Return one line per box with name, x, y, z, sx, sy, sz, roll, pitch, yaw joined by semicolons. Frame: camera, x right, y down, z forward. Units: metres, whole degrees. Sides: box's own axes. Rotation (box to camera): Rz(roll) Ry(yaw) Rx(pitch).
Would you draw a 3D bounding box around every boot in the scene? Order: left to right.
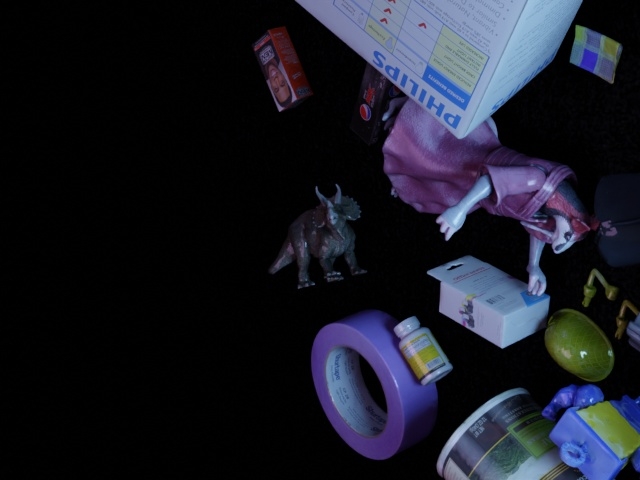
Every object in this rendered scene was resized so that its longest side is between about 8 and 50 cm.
boot;0.472;0.017;1.541;0.207;0.094;0.246;-13;89;53

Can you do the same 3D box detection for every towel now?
towel;0.380;-0.258;1.608;0.083;0.009;0.060;39;137;38

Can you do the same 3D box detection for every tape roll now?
tape roll;0.099;0.273;2.217;0.275;0.090;0.274;32;131;44

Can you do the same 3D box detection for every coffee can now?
coffee can;0.345;0.398;1.827;0.275;0.201;0.201;46;140;32

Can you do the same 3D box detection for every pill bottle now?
pill bottle;0.181;0.196;2.082;0.116;0.065;0.065;59;145;17

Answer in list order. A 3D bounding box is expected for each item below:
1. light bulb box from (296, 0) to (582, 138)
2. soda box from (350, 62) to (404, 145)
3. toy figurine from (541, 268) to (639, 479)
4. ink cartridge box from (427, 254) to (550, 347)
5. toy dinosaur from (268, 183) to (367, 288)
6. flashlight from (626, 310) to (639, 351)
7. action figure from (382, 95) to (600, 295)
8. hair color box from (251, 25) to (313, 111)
light bulb box;0.169;-0.397;1.525;0.358;0.225;0.361;42;151;14
soda box;0.103;-0.247;1.970;0.060;0.053;0.169;47;140;31
toy figurine;0.404;0.236;1.646;0.362;0.217;0.191;49;142;27
ink cartridge box;0.265;0.095;1.872;0.181;0.104;0.061;31;130;45
toy dinosaur;0.000;0.000;2.222;0.313;0.121;0.160;-23;76;61
flashlight;0.549;0.177;1.522;0.304;0.103;0.103;38;105;33
action figure;0.276;-0.093;1.749;0.370;0.248;0.275;22;82;34
hair color box;-0.072;-0.322;2.190;0.072;0.043;0.141;-28;84;56
